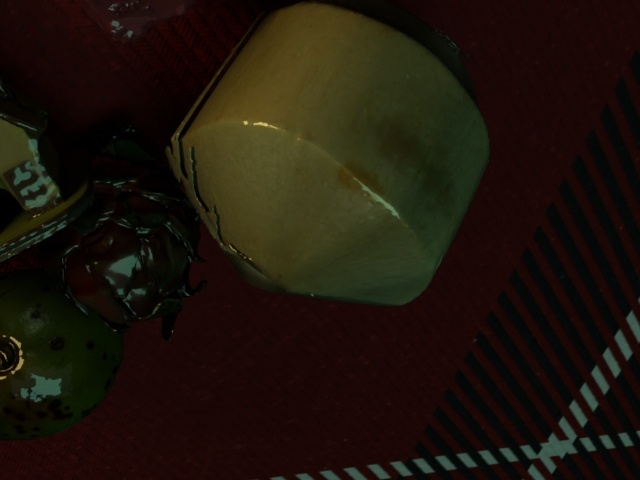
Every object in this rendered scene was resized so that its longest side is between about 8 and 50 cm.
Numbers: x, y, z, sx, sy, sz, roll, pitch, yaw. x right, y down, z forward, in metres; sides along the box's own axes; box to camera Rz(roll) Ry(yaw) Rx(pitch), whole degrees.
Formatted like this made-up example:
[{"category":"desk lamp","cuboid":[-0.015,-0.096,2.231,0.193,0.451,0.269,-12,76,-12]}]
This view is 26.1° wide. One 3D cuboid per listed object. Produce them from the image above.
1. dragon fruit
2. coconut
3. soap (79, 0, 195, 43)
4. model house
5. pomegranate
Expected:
[{"category":"dragon fruit","cuboid":[-0.207,-0.004,1.434,0.182,0.188,0.182,-21,150,-13]},{"category":"coconut","cuboid":[0.006,-0.076,1.380,0.323,0.323,0.323,-16,140,-14]},{"category":"soap","cuboid":[-0.162,-0.308,1.192,0.182,0.112,0.289,-4,137,-23]},{"category":"model house","cuboid":[-0.368,-0.115,1.266,0.218,0.205,0.278,-30,112,0]},{"category":"pomegranate","cuboid":[-0.312,0.124,1.534,0.202,0.202,0.248,-33,171,6]}]
